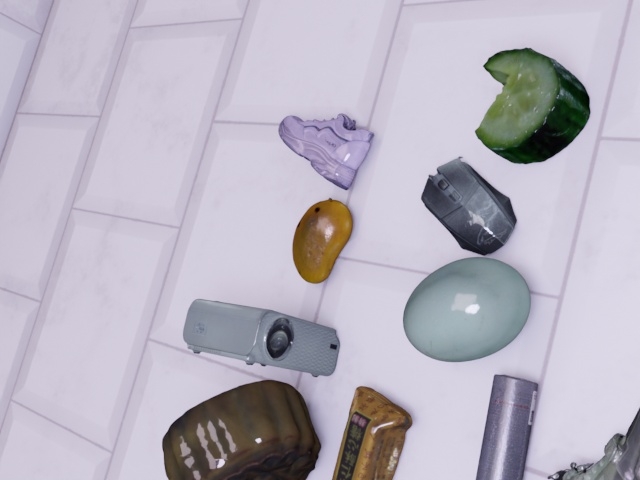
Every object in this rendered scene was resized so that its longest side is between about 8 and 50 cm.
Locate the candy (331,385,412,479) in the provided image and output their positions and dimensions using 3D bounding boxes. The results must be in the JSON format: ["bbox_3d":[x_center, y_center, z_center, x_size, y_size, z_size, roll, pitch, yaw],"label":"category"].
[{"bbox_3d":[0.080,0.411,1.376,0.143,0.101,0.271,21,94,47],"label":"candy"}]

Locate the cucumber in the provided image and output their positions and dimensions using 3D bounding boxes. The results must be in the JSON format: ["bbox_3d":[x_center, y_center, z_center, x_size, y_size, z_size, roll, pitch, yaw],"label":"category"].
[{"bbox_3d":[0.372,-0.233,1.355,0.191,0.130,0.191,-14,69,42],"label":"cucumber"}]

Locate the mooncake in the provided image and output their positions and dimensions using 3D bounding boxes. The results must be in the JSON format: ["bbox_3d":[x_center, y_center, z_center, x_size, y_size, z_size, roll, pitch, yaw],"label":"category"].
[{"bbox_3d":[-0.144,0.396,1.432,0.290,0.290,0.161,-42,55,19],"label":"mooncake"}]

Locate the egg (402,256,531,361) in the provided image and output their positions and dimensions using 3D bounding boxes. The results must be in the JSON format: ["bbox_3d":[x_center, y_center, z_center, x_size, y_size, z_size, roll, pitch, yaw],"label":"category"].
[{"bbox_3d":[0.243,0.119,1.298,0.231,0.168,0.168,-27,60,32],"label":"egg"}]

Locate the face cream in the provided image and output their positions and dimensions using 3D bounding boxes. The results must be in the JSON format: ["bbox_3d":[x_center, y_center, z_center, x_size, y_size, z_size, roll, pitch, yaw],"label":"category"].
[{"bbox_3d":[0.292,0.360,1.238,0.073,0.073,0.284,4,77,39],"label":"face cream"}]

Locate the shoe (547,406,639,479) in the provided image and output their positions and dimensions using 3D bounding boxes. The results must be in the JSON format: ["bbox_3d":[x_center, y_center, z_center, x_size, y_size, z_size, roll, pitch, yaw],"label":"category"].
[{"bbox_3d":[0.410,0.349,1.122,0.149,0.109,0.293,15,89,35],"label":"shoe"}]

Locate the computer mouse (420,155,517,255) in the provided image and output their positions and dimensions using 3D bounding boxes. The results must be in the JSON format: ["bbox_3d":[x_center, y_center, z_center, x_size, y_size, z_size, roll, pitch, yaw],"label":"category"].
[{"bbox_3d":[0.264,-0.067,1.410,0.126,0.071,0.231,-48,51,15],"label":"computer mouse"}]

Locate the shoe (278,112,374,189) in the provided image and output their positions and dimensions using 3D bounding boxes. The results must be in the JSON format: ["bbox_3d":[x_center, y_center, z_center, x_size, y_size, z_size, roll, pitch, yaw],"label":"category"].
[{"bbox_3d":[0.012,-0.224,1.655,0.137,0.095,0.245,-51,54,8],"label":"shoe"}]

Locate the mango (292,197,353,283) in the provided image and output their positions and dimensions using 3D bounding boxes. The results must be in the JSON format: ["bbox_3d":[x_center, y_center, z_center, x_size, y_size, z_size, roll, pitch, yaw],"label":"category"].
[{"bbox_3d":[-0.002,-0.003,1.590,0.115,0.090,0.178,35,105,33],"label":"mango"}]

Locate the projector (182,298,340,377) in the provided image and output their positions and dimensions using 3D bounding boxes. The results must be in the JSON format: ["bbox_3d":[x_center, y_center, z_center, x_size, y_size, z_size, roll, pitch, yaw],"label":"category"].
[{"bbox_3d":[-0.111,0.194,1.498,0.198,0.250,0.108,4,77,38],"label":"projector"}]
